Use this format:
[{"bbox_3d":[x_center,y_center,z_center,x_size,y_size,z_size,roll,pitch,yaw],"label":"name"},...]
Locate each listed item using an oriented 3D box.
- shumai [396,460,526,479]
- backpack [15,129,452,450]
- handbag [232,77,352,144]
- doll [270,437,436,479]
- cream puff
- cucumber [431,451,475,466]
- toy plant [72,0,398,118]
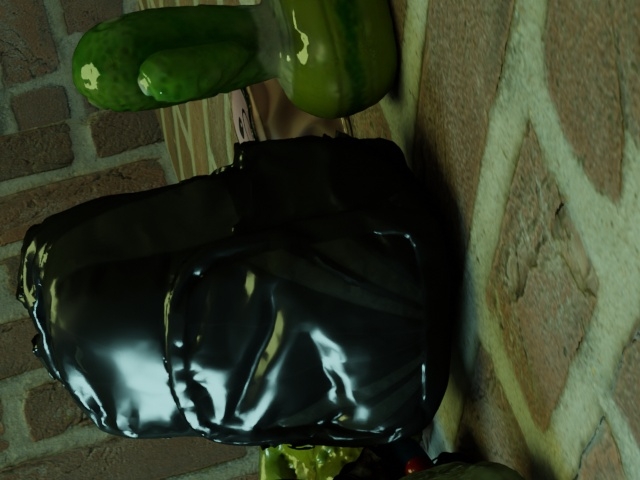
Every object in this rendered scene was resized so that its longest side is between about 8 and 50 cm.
[{"bbox_3d":[0.139,0.323,1.492,0.222,0.225,0.261,-5,-71,-62],"label":"shumai"},{"bbox_3d":[-0.091,0.064,1.615,0.255,0.445,0.363,-97,2,-58],"label":"backpack"},{"bbox_3d":[-0.039,-0.141,1.948,0.179,0.116,0.205,88,163,-58],"label":"handbag"},{"bbox_3d":[0.009,0.349,1.675,0.284,0.310,0.240,52,171,45],"label":"doll"},{"bbox_3d":[0.005,0.294,1.930,0.282,0.185,0.282,-63,0,-1],"label":"cream puff"},{"bbox_3d":[0.153,0.253,1.706,0.039,0.043,0.163,34,-179,-11],"label":"cucumber"},{"bbox_3d":[-0.093,-0.190,1.583,0.224,0.315,0.184,-129,26,-72],"label":"toy plant"}]
